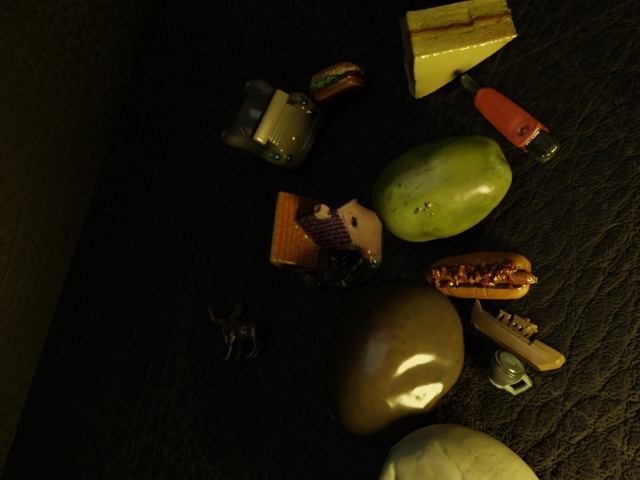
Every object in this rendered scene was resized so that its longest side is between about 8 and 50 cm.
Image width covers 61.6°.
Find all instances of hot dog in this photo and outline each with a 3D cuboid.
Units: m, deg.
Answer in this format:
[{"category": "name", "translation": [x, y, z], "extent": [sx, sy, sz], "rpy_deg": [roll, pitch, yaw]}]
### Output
[{"category": "hot dog", "translation": [0.333, 0.071, 1.132], "extent": [0.249, 0.076, 0.102], "rpy_deg": [-2, 69, 43]}]

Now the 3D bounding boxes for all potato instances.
[{"category": "potato", "translation": [0.261, -0.116, 1.185], "extent": [0.304, 0.216, 0.215], "rpy_deg": [-27, 57, 21]}]

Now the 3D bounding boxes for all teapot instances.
[{"category": "teapot", "translation": [0.365, 0.262, 1.046], "extent": [0.088, 0.066, 0.057], "rpy_deg": [40, 124, 21]}]

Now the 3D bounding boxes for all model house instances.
[{"category": "model house", "translation": [0.000, 0.000, 1.352], "extent": [0.237, 0.237, 0.202], "rpy_deg": [-4, 69, 41]}]

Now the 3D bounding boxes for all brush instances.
[{"category": "brush", "translation": [0.419, -0.287, 1.216], "extent": [0.070, 0.051, 0.323], "rpy_deg": [-50, 50, 25]}]

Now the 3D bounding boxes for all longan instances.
[{"category": "longan", "translation": [0.143, 0.243, 1.099], "extent": [0.288, 0.288, 0.350], "rpy_deg": [21, 82, 45]}]

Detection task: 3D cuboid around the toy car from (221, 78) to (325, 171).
[{"category": "toy car", "translation": [-0.177, -0.372, 1.668], "extent": [0.336, 0.226, 0.242], "rpy_deg": [30, 95, 43]}]

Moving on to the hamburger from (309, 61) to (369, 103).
[{"category": "hamburger", "translation": [0.049, -0.464, 1.559], "extent": [0.166, 0.137, 0.087], "rpy_deg": [-16, 85, 32]}]

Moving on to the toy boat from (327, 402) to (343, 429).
[{"category": "toy boat", "translation": [0.076, 0.393, 1.236], "extent": [0.091, 0.110, 0.175], "rpy_deg": [-59, 4, 7]}]

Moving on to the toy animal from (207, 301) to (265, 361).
[{"category": "toy animal", "translation": [-0.247, 0.265, 1.591], "extent": [0.214, 0.094, 0.186], "rpy_deg": [-12, 71, 31]}]

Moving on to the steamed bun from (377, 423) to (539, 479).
[{"category": "steamed bun", "translation": [0.255, 0.504, 0.929], "extent": [0.312, 0.233, 0.333], "rpy_deg": [36, 108, 42]}]

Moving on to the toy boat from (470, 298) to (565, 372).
[{"category": "toy boat", "translation": [0.383, 0.180, 1.056], "extent": [0.072, 0.064, 0.206], "rpy_deg": [-49, 46, -3]}]

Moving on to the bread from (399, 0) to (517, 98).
[{"category": "bread", "translation": [0.344, -0.488, 1.368], "extent": [0.264, 0.163, 0.167], "rpy_deg": [-8, 64, 7]}]
